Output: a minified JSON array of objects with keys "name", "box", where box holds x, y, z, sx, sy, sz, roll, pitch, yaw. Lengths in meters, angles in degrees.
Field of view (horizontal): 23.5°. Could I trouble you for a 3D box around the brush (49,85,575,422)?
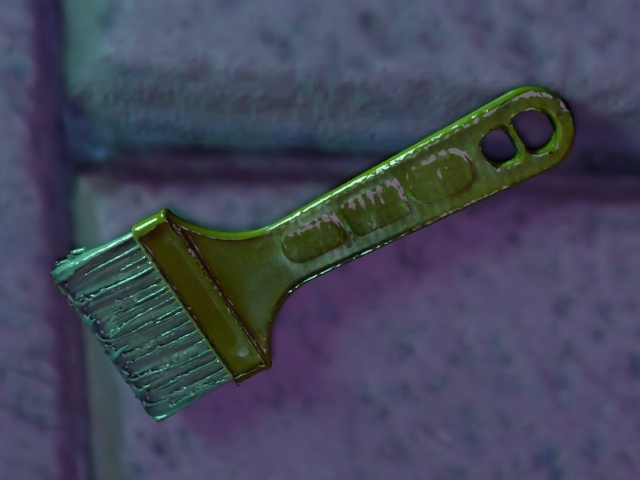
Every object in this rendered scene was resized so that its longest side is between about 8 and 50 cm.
[{"name":"brush","box":[0.000,0.000,0.591,0.218,0.010,0.082,-26,112,21]}]
